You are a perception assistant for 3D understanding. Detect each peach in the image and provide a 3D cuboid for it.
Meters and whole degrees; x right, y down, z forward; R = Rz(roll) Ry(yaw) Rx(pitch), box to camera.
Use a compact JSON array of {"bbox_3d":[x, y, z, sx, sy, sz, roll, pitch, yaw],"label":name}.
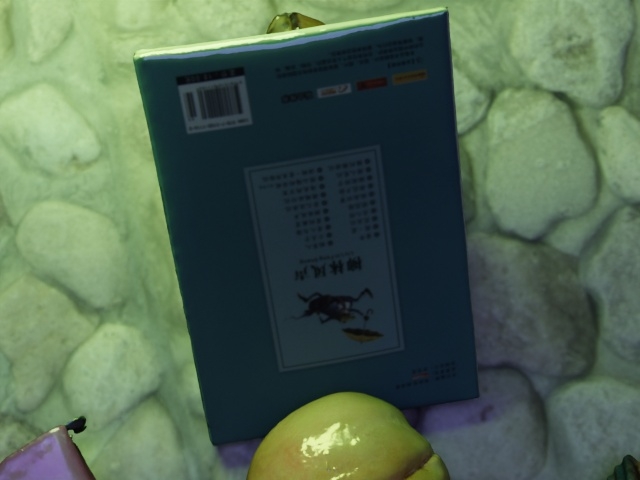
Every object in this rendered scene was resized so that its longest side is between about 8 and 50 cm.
[{"bbox_3d":[0.019,0.228,0.954,0.184,0.184,0.184,0,76,-1],"label":"peach"}]

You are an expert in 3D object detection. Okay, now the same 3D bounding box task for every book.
[{"bbox_3d":[0.000,0.000,0.967,0.264,0.031,0.379,-8,114,-3],"label":"book"}]

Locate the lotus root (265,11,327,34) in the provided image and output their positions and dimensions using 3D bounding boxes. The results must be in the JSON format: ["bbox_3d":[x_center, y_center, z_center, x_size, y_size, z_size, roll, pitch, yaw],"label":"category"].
[{"bbox_3d":[0.010,-0.099,1.054,0.180,0.199,0.188,16,116,-22],"label":"lotus root"}]

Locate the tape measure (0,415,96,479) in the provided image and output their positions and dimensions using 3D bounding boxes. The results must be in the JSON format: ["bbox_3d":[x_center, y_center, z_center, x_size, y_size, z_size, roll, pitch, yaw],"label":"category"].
[{"bbox_3d":[-0.245,0.309,0.945,0.245,0.149,0.231,-30,76,-15],"label":"tape measure"}]

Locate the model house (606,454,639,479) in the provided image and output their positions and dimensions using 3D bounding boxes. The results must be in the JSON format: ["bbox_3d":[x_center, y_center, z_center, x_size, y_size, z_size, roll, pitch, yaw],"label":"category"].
[{"bbox_3d":[0.307,0.285,0.963,0.172,0.166,0.183,-17,92,10],"label":"model house"}]
